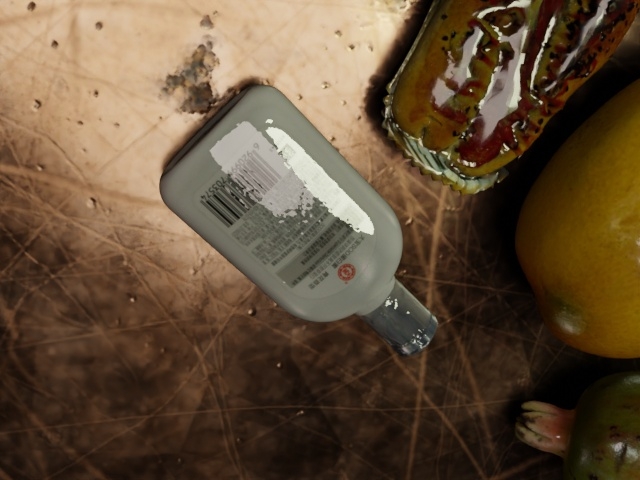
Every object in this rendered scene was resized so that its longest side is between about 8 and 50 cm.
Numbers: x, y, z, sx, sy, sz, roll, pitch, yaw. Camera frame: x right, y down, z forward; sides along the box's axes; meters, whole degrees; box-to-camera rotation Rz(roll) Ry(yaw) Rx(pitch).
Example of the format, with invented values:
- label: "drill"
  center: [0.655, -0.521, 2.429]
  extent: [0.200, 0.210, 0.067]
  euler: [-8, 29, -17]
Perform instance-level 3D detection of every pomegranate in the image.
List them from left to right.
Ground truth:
- label: "pomegranate"
  center: [0.315, 0.219, 0.741]
  extent: [0.210, 0.180, 0.180]
  euler: [18, 108, 21]

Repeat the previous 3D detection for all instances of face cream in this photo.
- label: "face cream"
  center: [0.000, 0.000, 0.639]
  extent: [0.144, 0.071, 0.291]
  euler: [-45, 110, 7]

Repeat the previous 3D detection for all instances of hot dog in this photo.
- label: "hot dog"
  center: [0.168, -0.169, 0.611]
  extent: [0.162, 0.082, 0.270]
  euler: [31, 101, -18]

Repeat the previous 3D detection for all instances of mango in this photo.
- label: "mango"
  center: [0.314, -0.035, 0.622]
  extent: [0.211, 0.173, 0.317]
  euler: [40, 109, 0]
